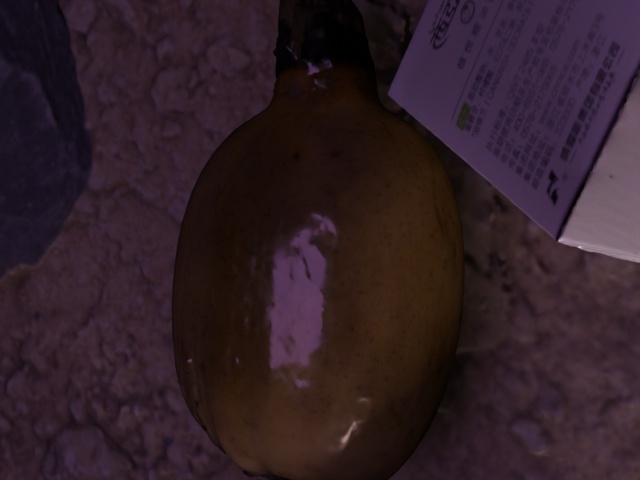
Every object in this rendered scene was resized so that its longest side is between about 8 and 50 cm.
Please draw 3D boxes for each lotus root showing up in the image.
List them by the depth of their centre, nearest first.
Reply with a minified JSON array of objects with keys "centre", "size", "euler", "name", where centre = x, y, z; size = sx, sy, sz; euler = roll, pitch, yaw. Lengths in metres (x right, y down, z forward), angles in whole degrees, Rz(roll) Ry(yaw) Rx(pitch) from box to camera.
[{"centre":[0.000,0.000,0.992],"size":[0.182,0.183,0.310],"euler":[7,95,31],"name":"lotus root"}]

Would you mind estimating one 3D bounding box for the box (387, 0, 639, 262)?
[{"centre":[0.165,-0.144,0.864],"size":[0.194,0.111,0.260],"euler":[49,123,51],"name":"box"}]
